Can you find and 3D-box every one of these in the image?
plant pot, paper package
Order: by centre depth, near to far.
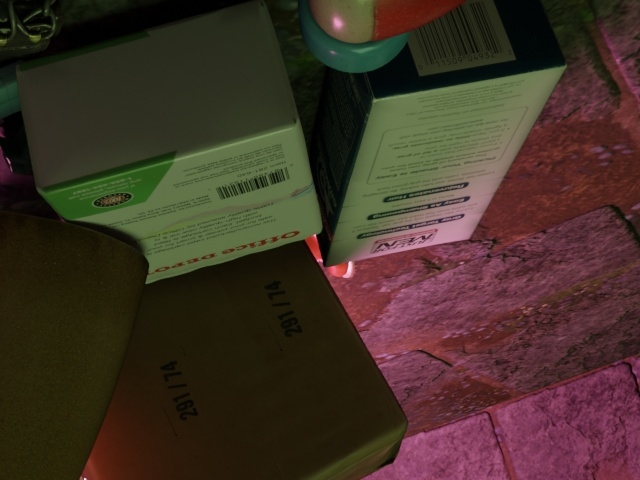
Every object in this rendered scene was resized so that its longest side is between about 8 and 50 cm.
[{"bbox_3d":[-0.275,0.128,0.938,0.237,0.254,0.237,4,163,1],"label":"plant pot"},{"bbox_3d":[-0.114,0.142,1.158,0.309,0.325,0.168,-27,161,-16],"label":"paper package"}]

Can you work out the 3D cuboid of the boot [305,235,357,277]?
[{"bbox_3d":[0.000,0.000,1.336,0.084,0.059,0.158,-12,150,-1],"label":"boot"}]

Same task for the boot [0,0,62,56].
[{"bbox_3d":[-0.275,-0.139,0.698,0.229,0.091,0.263,-7,-170,-17],"label":"boot"}]

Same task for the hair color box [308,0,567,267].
[{"bbox_3d":[0.090,-0.100,1.080,0.174,0.105,0.347,-11,157,-12],"label":"hair color box"}]

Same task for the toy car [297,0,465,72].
[{"bbox_3d":[0.095,-0.223,0.623,0.238,0.210,0.219,-8,167,-2],"label":"toy car"}]

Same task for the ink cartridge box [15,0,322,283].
[{"bbox_3d":[-0.115,-0.070,0.975,0.201,0.117,0.278,-15,163,-1],"label":"ink cartridge box"}]

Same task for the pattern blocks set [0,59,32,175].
[{"bbox_3d":[-0.380,-0.038,0.913,0.325,0.026,0.285,-24,163,-28],"label":"pattern blocks set"}]
